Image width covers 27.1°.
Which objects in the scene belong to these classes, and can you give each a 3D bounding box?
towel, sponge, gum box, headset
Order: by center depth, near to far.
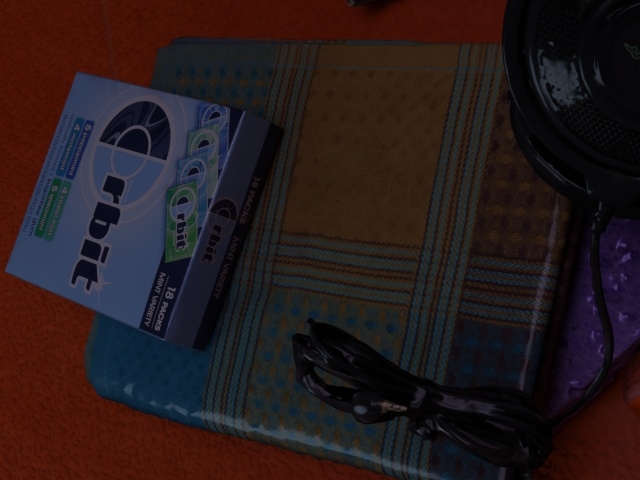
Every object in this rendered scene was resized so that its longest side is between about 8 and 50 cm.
[{"bbox_3d":[0.126,-0.088,0.616,0.185,0.243,0.394,18,89,10],"label":"headset"},{"bbox_3d":[0.149,0.019,0.757,0.210,0.031,0.117,-46,55,22],"label":"sponge"},{"bbox_3d":[0.000,0.000,0.847,0.370,0.040,0.271,7,81,42],"label":"towel"},{"bbox_3d":[-0.126,-0.025,0.908,0.184,0.041,0.157,18,87,41],"label":"gum box"}]

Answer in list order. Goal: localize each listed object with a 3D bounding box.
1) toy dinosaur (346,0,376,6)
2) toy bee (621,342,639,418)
[{"bbox_3d":[0.105,-0.187,0.850,0.211,0.064,0.112,8,120,34],"label":"toy dinosaur"},{"bbox_3d":[0.292,0.100,0.596,0.162,0.298,0.195,-49,14,-19],"label":"toy bee"}]
